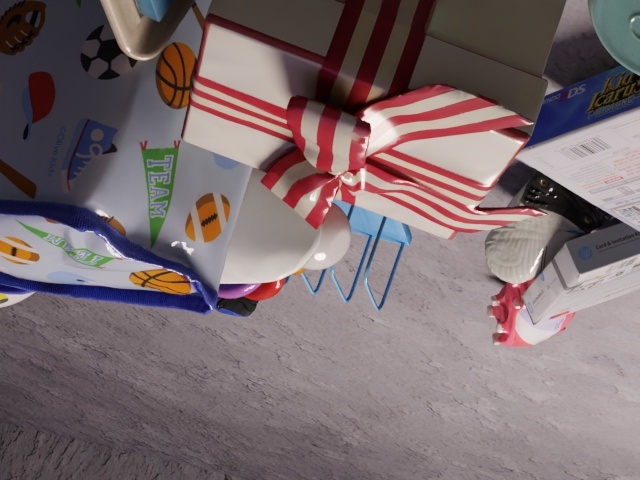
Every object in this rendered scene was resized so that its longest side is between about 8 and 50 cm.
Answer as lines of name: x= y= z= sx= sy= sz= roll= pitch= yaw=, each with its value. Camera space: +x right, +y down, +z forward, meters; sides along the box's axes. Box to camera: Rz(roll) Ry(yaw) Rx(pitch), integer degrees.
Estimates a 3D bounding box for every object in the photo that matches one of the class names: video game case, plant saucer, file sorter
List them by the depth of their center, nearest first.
plant saucer: x=0.244 y=-0.162 z=1.251 sx=0.119 sy=0.021 sz=0.119 roll=31 pitch=146 yaw=24
video game case: x=0.340 y=-0.070 z=1.402 sx=0.244 sy=0.061 sz=0.269 roll=30 pitch=154 yaw=-26
file sorter: x=0.000 y=0.000 z=1.891 sx=0.170 sy=0.104 sz=0.118 roll=13 pitch=161 yaw=17

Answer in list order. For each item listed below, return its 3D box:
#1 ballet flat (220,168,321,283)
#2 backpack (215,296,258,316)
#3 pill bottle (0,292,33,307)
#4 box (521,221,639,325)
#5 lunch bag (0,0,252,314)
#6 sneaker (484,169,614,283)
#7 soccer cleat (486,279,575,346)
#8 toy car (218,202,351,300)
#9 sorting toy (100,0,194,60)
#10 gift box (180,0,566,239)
ballet flat: x=-0.182 y=-0.070 z=1.625 sx=0.400 sy=0.139 sz=0.139 roll=24 pitch=166 yaw=32
backpack: x=-0.125 y=0.039 z=2.143 sx=0.101 sy=0.098 sz=0.120 roll=20 pitch=176 yaw=28
pill bottle: x=-0.426 y=-0.053 z=2.037 sx=0.188 sy=0.188 sz=0.334 roll=17 pitch=161 yaw=7
box: x=0.287 y=0.023 z=1.649 sx=0.145 sy=0.038 sz=0.186 roll=-18 pitch=164 yaw=-11
lunch bag: x=-0.230 y=-0.126 z=1.435 sx=0.385 sy=0.328 sz=0.239 roll=4 pitch=157 yaw=35
sneaker: x=0.236 y=-0.035 z=1.631 sx=0.085 sy=0.086 sz=0.237 roll=48 pitch=147 yaw=3
soccer cleat: x=0.249 y=0.054 z=1.864 sx=0.095 sy=0.083 sz=0.248 roll=-8 pitch=158 yaw=-10
toy car: x=-0.073 y=-0.003 z=1.754 sx=0.159 sy=0.136 sz=0.182 roll=29 pitch=-171 yaw=32
sorting toy: x=-0.096 y=-0.245 z=1.174 sx=0.038 sy=0.193 sz=0.208 roll=26 pitch=163 yaw=19
gift box: x=0.062 y=-0.148 z=1.188 sx=0.276 sy=0.258 sz=0.255 roll=20 pitch=162 yaw=3
